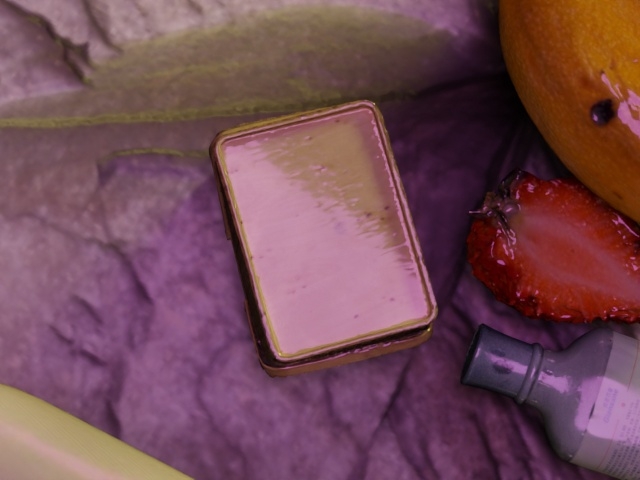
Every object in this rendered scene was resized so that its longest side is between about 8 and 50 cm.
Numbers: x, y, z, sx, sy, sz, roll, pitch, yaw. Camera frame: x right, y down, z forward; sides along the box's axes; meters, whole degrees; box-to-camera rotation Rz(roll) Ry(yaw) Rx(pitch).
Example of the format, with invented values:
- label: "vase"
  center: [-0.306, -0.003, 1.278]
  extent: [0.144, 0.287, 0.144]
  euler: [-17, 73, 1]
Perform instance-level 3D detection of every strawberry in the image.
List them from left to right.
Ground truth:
- label: "strawberry"
  center: [0.161, 0.012, 0.935]
  extent: [0.152, 0.048, 0.104]
  euler: [31, 71, -12]

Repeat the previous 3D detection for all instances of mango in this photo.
- label: "mango"
  center: [0.207, -0.110, 0.929]
  extent: [0.157, 0.109, 0.262]
  euler: [-28, 71, -15]

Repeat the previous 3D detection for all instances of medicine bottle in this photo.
- label: "medicine bottle"
  center: [0.195, 0.107, 0.913]
  extent: [0.208, 0.054, 0.090]
  euler: [19, 80, 1]

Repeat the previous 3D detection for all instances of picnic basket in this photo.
- label: "picnic basket"
  center: [0.000, 0.000, 0.906]
  extent: [0.115, 0.079, 0.164]
  euler: [-12, 81, -8]

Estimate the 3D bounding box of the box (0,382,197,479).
- label: "box"
  center: [-0.142, 0.253, 0.764]
  extent: [0.349, 0.141, 0.289]
  euler: [24, 89, 22]
